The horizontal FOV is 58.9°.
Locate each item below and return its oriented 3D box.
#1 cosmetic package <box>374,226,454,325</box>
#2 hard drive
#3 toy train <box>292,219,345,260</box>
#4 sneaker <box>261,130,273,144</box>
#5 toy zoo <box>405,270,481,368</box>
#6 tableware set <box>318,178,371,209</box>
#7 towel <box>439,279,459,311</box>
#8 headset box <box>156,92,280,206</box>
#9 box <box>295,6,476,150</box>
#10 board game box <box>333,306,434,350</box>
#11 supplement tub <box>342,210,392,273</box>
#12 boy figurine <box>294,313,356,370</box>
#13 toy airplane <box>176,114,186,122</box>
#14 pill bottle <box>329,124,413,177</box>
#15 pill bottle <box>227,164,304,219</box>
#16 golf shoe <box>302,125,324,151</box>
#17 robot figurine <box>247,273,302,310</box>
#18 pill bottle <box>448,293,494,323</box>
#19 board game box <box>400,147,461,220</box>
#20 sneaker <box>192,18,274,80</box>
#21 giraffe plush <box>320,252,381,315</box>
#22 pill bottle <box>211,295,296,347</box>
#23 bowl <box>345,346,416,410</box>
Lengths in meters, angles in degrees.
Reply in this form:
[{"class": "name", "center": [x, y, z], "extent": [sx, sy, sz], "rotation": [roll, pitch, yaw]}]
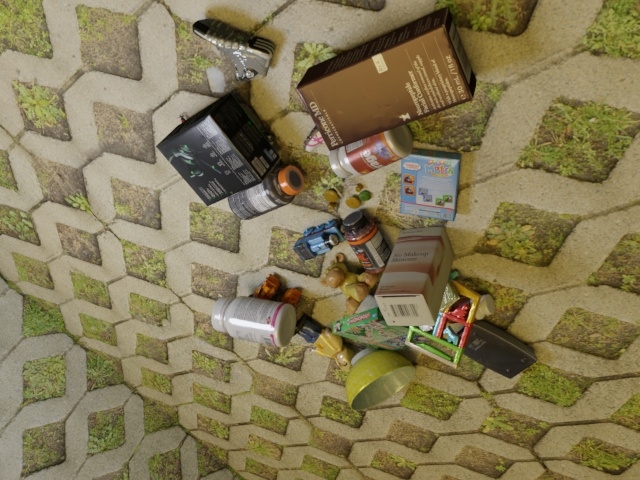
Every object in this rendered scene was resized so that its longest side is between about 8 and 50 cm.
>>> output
[{"class": "cosmetic package", "center": [0.283, 0.101, 1.670], "extent": [0.153, 0.296, 0.129], "rotation": [-6, 126, 29]}, {"class": "hard drive", "center": [0.590, 0.367, 1.943], "extent": [0.255, 0.054, 0.172], "rotation": [29, 137, -1]}, {"class": "toy train", "center": [0.000, 0.000, 1.855], "extent": [0.184, 0.105, 0.080], "rotation": [-18, 121, 38]}, {"class": "sneaker", "center": [-0.176, -0.317, 1.703], "extent": [0.083, 0.031, 0.035], "rotation": [24, 117, 6]}, {"class": "toy zoo", "center": [0.396, 0.237, 1.821], "extent": [0.192, 0.030, 0.293], "rotation": [23, 106, 32]}, {"class": "tableware set", "center": [0.076, -0.135, 1.751], "extent": [0.154, 0.024, 0.104], "rotation": [-24, 120, 39]}, {"class": "towel", "center": [0.366, 0.149, 1.801], "extent": [0.110, 0.027, 0.148], "rotation": [-39, 70, 29]}, {"class": "headset box", "center": [-0.313, -0.260, 1.701], "extent": [0.283, 0.131, 0.246], "rotation": [-19, 120, 39]}, {"class": "box", "center": [0.155, -0.378, 1.360], "extent": [0.381, 0.143, 0.191], "rotation": [-15, 122, 29]}, {"class": "board game box", "center": [0.230, 0.315, 1.980], "extent": [0.317, 0.046, 0.213], "rotation": [22, 146, -37]}, {"class": "supplement tub", "center": [0.145, 0.003, 1.786], "extent": [0.106, 0.106, 0.198], "rotation": [-13, 123, 35]}, {"class": "boy figurine", "center": [0.015, 0.415, 2.254], "extent": [0.285, 0.092, 0.177], "rotation": [37, 134, -5]}, {"class": "toy airplane", "center": [-0.398, -0.334, 1.795], "extent": [0.151, 0.028, 0.151], "rotation": [15, 137, 15]}, {"class": "pill bottle", "center": [0.132, -0.247, 1.542], "extent": [0.216, 0.121, 0.121], "rotation": [-21, 119, 39]}, {"class": "pill bottle", "center": [-0.167, -0.155, 1.774], "extent": [0.246, 0.130, 0.130], "rotation": [-18, 121, 38]}, {"class": "golf shoe", "center": [0.020, -0.298, 1.590], "extent": [0.086, 0.067, 0.186], "rotation": [38, 136, -13]}, {"class": "robot figurine", "center": [-0.188, 0.255, 2.207], "extent": [0.211, 0.085, 0.291], "rotation": [30, 137, 0]}, {"class": "pill bottle", "center": [0.478, 0.218, 1.834], "extent": [0.152, 0.086, 0.086], "rotation": [-16, 121, 38]}, {"class": "board game box", "center": [0.307, -0.156, 1.600], "extent": [0.160, 0.039, 0.211], "rotation": [10, 135, 18]}, {"class": "sneaker", "center": [-0.241, -0.496, 1.524], "extent": [0.229, 0.086, 0.132], "rotation": [23, 139, 4]}, {"class": "giraffe plush", "center": [0.090, 0.136, 1.926], "extent": [0.170, 0.181, 0.210], "rotation": [35, 172, 7]}, {"class": "pill bottle", "center": [-0.247, 0.291, 2.093], "extent": [0.283, 0.160, 0.160], "rotation": [8, 133, 21]}, {"class": "bowl", "center": [0.202, 0.505, 2.171], "extent": [0.156, 0.289, 0.289], "rotation": [57, 149, 33]}]
